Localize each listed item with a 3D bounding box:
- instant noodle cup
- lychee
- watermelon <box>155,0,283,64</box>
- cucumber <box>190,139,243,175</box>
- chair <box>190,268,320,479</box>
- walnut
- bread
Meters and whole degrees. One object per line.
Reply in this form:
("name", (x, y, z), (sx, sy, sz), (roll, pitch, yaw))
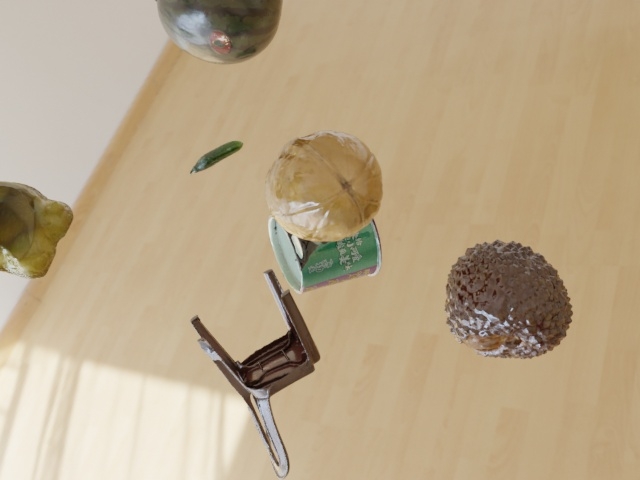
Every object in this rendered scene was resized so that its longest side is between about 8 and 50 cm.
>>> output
("instant noodle cup", (0.000, 0.000, 1.496), (0.190, 0.251, 0.251), (-21, 41, -17))
("lychee", (0.283, 0.086, 0.990), (0.188, 0.188, 0.188), (-20, 49, 24))
("watermelon", (-0.168, -0.399, 1.070), (0.212, 0.212, 0.212), (-20, 49, 24))
("cucumber", (-0.263, -0.209, 1.608), (0.155, 0.037, 0.037), (-30, 44, -1))
("chair", (-0.081, 0.250, 1.191), (0.183, 0.326, 0.175), (-30, 20, -9))
("walnut", (0.003, -0.077, 0.921), (0.165, 0.165, 0.197), (-50, 10, -5))
("bread", (-0.546, -0.035, 1.076), (0.088, 0.233, 0.161), (130, 156, -72))
